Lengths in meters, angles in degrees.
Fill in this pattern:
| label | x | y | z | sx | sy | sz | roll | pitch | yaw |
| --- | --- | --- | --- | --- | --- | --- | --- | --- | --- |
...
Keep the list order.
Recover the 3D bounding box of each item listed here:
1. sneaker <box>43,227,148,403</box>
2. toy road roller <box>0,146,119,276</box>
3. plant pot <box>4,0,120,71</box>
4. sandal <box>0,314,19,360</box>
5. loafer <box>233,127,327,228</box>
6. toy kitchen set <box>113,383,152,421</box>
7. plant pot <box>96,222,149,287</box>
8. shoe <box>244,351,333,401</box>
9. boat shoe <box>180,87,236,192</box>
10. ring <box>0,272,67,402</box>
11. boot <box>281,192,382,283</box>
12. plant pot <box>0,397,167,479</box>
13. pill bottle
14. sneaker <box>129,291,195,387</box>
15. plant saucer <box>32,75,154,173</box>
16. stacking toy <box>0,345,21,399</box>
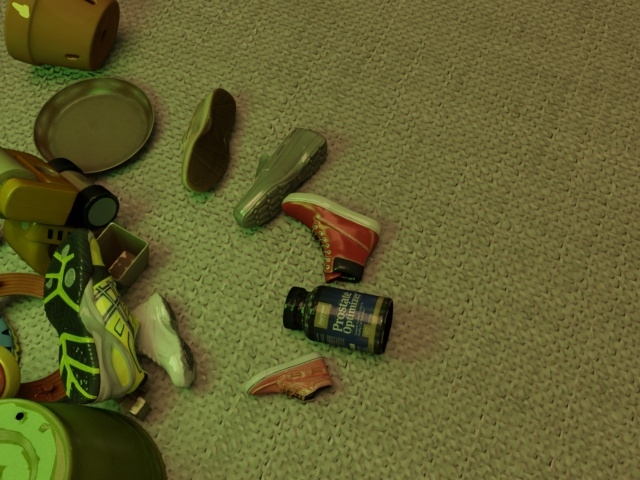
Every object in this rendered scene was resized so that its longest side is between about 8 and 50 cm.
| label | x | y | z | sx | sy | sz | roll | pitch | yaw |
| --- | --- | --- | --- | --- | --- | --- | --- | --- | --- |
| sneaker | -0.465 | 0.153 | 1.350 | 0.145 | 0.147 | 0.384 | -32 | 62 | 30 |
| toy road roller | -0.631 | -0.054 | 1.426 | 0.202 | 0.329 | 0.240 | 33 | 100 | 29 |
| plant pot | -0.668 | -0.579 | 1.731 | 0.203 | 0.291 | 0.291 | 22 | 64 | -7 |
| sandal | -0.709 | 0.270 | 1.351 | 0.126 | 0.138 | 0.317 | -17 | 62 | -5 |
| loafer | -0.109 | -0.156 | 1.576 | 0.111 | 0.112 | 0.319 | 30 | 59 | 21 |
| toy kitchen set | -0.385 | 0.318 | 1.349 | 0.083 | 0.075 | 0.068 | 30 | 66 | 12 |
| plant pot | -0.453 | 0.045 | 1.482 | 0.109 | 0.096 | 0.109 | 28 | 66 | 15 |
| shoe | -0.064 | 0.301 | 1.355 | 0.178 | 0.063 | 0.081 | -20 | 59 | -13 |
| boat shoe | -0.294 | -0.243 | 1.635 | 0.098 | 0.109 | 0.302 | -15 | 55 | 39 |
| ring | -0.629 | 0.196 | 1.359 | 0.337 | 0.032 | 0.336 | 17 | 44 | -17 |
| boot | 0.000 | 0.000 | 1.501 | 0.244 | 0.088 | 0.176 | 22 | 67 | 9 |
| plant pot | -0.491 | 0.435 | 1.136 | 0.367 | 0.353 | 0.366 | -1 | 63 | 2 |
| pill bottle | 0.037 | 0.163 | 1.387 | 0.219 | 0.123 | 0.122 | 10 | 63 | 13 |
| sneaker | -0.347 | 0.229 | 1.399 | 0.115 | 0.090 | 0.232 | -29 | 56 | -5 |
| plant saucer | -0.580 | -0.292 | 1.689 | 0.311 | 0.050 | 0.310 | -1 | 63 | 1 |
| stacking toy | -0.737 | 0.294 | 1.180 | 0.279 | 0.130 | 0.309 | 31 | 98 | 8 |
